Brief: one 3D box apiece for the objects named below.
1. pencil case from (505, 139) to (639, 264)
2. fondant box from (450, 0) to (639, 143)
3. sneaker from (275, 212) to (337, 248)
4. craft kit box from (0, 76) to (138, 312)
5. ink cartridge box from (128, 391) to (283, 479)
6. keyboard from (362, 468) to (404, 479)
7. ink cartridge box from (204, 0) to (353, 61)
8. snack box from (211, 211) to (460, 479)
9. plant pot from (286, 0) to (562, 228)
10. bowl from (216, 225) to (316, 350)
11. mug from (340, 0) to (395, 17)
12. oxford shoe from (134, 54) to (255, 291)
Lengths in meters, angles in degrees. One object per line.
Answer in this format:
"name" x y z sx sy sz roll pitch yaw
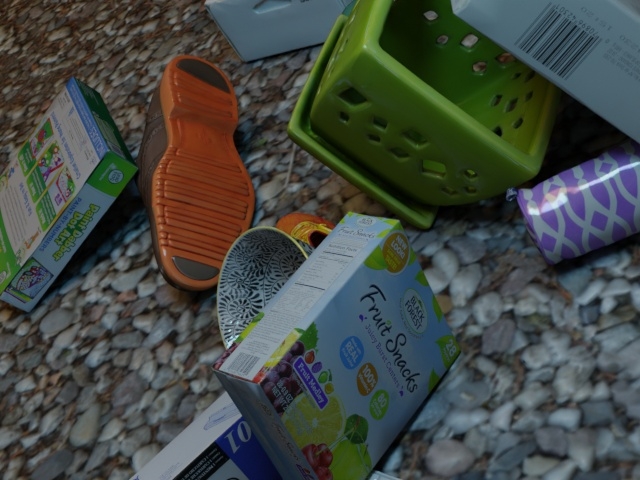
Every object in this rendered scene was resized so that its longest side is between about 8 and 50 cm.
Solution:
"pencil case" 0.288 -0.048 1.166 0.206 0.086 0.088 -23 9 13
"fondant box" 0.237 -0.250 1.185 0.096 0.238 0.330 -50 19 27
"sneaker" 0.000 0.000 1.340 0.064 0.067 0.175 -44 36 -10
"craft kit box" -0.361 -0.067 1.638 0.247 0.061 0.250 -49 35 10
"ink cartridge box" -0.093 0.212 1.147 0.207 0.097 0.046 -42 37 -10
"keyboard" -0.014 0.304 1.054 0.072 0.014 0.256 8 54 43
"ink cartridge box" -0.020 -0.402 1.763 0.201 0.117 0.278 -9 43 30
"snack box" 0.022 0.106 1.099 0.070 0.174 0.207 10 50 43
"plant pot" 0.104 -0.162 1.292 0.207 0.227 0.228 -38 24 50
"bowl" -0.025 0.068 1.249 0.170 0.080 0.170 4 95 48
"mug" 0.079 -0.247 1.485 0.097 0.158 0.129 -34 74 10
"oxford shoe" -0.168 -0.065 1.530 0.133 0.130 0.364 -49 31 39
